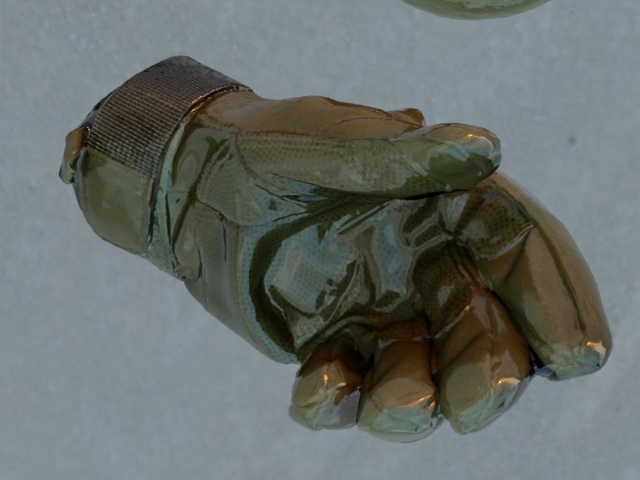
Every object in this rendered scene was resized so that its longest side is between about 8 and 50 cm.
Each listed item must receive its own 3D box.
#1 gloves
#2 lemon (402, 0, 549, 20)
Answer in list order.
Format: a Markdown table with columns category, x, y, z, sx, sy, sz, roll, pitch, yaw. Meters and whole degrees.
| category | x | y | z | sx | sy | sz | roll | pitch | yaw |
| --- | --- | --- | --- | --- | --- | --- | --- | --- | --- |
| gloves | 0.008 | 0.003 | 0.660 | 0.141 | 0.331 | 0.154 | 27 | 90 | -49 |
| lemon | 0.108 | -0.236 | 0.891 | 0.184 | 0.248 | 0.184 | 4 | 109 | 11 |
